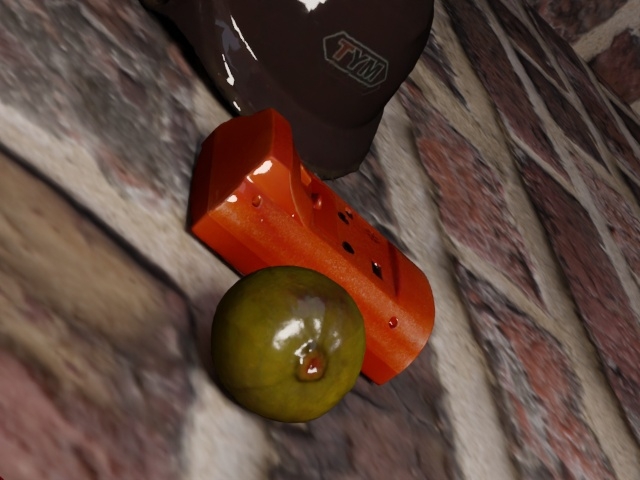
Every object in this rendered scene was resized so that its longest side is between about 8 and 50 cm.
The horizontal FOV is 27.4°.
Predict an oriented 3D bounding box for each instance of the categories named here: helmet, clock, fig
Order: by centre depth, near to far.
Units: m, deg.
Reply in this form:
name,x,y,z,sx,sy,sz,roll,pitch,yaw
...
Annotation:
name,x,y,z,sx,sy,sz,roll,pitch,yaw
fig,-0.019,0.045,0.623,0.074,0.074,0.088,39,0,-25
clock,0.000,0.000,0.761,0.155,0.061,0.113,43,19,-22
helmet,-0.008,-0.204,0.964,0.225,0.177,0.305,27,27,-51

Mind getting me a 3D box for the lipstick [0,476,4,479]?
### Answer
name,x,y,z,sx,sy,sz,roll,pitch,yaw
lipstick,-0.108,0.088,0.345,0.280,0.073,0.073,42,20,-15
